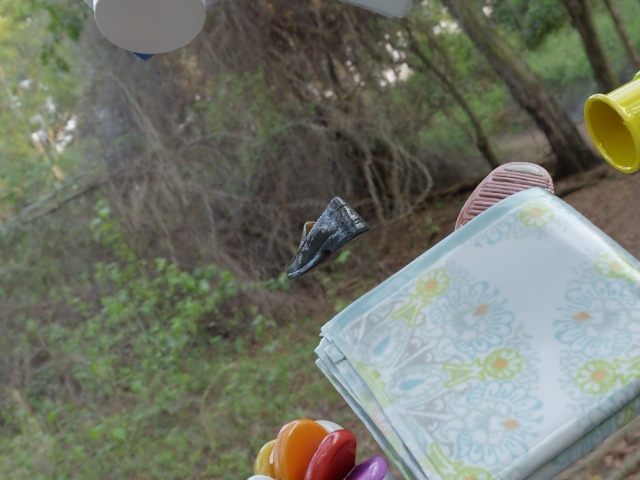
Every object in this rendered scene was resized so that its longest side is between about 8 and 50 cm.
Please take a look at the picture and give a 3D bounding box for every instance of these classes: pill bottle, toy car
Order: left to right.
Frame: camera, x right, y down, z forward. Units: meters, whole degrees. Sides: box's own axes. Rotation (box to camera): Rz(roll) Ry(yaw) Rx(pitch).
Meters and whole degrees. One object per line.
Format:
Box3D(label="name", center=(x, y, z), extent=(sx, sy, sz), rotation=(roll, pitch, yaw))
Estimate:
Box3D(label="pill bottle", center=(-0.211, -0.386, 1.173), extent=(0.182, 0.323, 0.181), rotation=(-6, -32, -4))
Box3D(label="toy car", center=(0.017, 0.265, 1.032), extent=(0.159, 0.182, 0.136), rotation=(-38, -14, -47))

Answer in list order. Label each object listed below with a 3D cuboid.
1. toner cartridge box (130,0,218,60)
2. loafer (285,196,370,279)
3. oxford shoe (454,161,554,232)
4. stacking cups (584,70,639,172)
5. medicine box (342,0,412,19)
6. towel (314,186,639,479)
Box3D(label="toner cartridge box", center=(-0.309, -0.472, 1.582), extent=(0.165, 0.347, 0.075), rotation=(-36, -27, 14))
Box3D(label="loafer", center=(0.000, 0.000, 1.344), extent=(0.062, 0.061, 0.170), rotation=(-22, -12, -47))
Box3D(label="oxford shoe", center=(0.269, 0.056, 1.493), extent=(0.141, 0.146, 0.397), rotation=(12, 59, 20))
Box3D(label="stacking cups", center=(0.446, -0.184, 1.072), extent=(0.316, 0.096, 0.096), rotation=(-28, 2, -11))
Box3D(label="medicine box", center=(0.072, -0.442, 1.080), extent=(0.263, 0.149, 0.289), rotation=(-87, 17, -54))
Box3D(label="towel", center=(0.211, 0.125, 1.132), extent=(0.374, 0.090, 0.320), rotation=(-35, 46, -5))
